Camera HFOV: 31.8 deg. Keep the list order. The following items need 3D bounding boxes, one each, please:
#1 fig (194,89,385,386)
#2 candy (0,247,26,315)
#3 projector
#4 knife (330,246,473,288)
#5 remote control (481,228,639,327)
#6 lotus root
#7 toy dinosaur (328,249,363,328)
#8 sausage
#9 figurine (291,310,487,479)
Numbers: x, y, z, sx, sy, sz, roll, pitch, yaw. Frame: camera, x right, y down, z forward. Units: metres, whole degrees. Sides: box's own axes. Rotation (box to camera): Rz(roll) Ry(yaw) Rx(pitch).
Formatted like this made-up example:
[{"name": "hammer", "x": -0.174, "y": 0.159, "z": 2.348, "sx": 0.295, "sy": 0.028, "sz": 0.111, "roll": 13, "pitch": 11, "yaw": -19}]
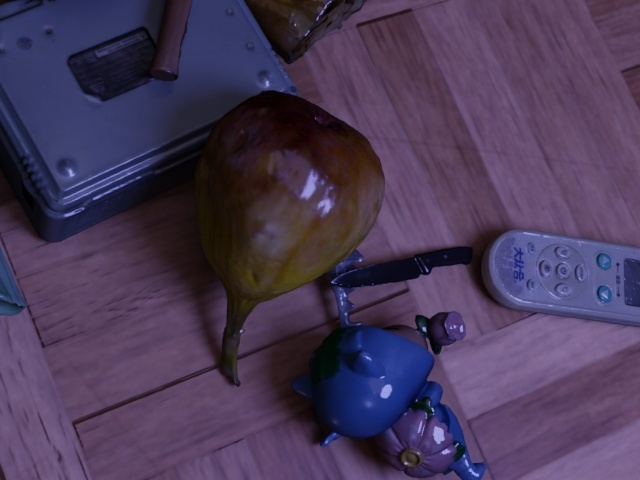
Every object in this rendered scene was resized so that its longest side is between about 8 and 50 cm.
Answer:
[{"name": "fig", "x": -0.043, "y": 0.008, "z": 0.942, "sx": 0.159, "sy": 0.159, "sz": 0.257, "roll": 13, "pitch": 109, "yaw": -13}, {"name": "candy", "x": -0.436, "y": 0.009, "z": 0.830, "sx": 0.397, "sy": 0.172, "sz": 0.263, "roll": -24, "pitch": 77, "yaw": -9}, {"name": "projector", "x": -0.170, "y": -0.140, "z": 0.986, "sx": 0.256, "sy": 0.099, "sz": 0.192, "roll": -28, "pitch": 82, "yaw": -23}, {"name": "knife", "x": 0.078, "y": 0.026, "z": 1.038, "sx": 0.170, "sy": 0.010, "sz": 0.023, "roll": -10, "pitch": 80, "yaw": -34}, {"name": "remote control", "x": 0.259, "y": 0.039, "z": 1.093, "sx": 0.221, "sy": 0.042, "sz": 0.078, "roll": 9, "pitch": 70, "yaw": -15}, {"name": "lotus root", "x": -0.019, "y": -0.249, "z": 1.063, "sx": 0.135, "sy": 0.095, "sz": 0.159, "roll": 31, "pitch": 50, "yaw": -4}, {"name": "toy dinosaur", "x": 0.001, "y": 0.000, "z": 1.027, "sx": 0.082, "sy": 0.039, "sz": 0.209, "roll": -15, "pitch": 83, "yaw": -24}, {"name": "sausage", "x": -0.123, "y": -0.189, "z": 0.950, "sx": 0.026, "sy": 0.026, "sz": 0.116, "roll": 13, "pitch": 69, "yaw": -13}, {"name": "figurine", "x": 0.074, "y": 0.132, "z": 0.981, "sx": 0.178, "sy": 0.114, "sz": 0.144, "roll": 45, "pitch": 59, "yaw": -13}]
